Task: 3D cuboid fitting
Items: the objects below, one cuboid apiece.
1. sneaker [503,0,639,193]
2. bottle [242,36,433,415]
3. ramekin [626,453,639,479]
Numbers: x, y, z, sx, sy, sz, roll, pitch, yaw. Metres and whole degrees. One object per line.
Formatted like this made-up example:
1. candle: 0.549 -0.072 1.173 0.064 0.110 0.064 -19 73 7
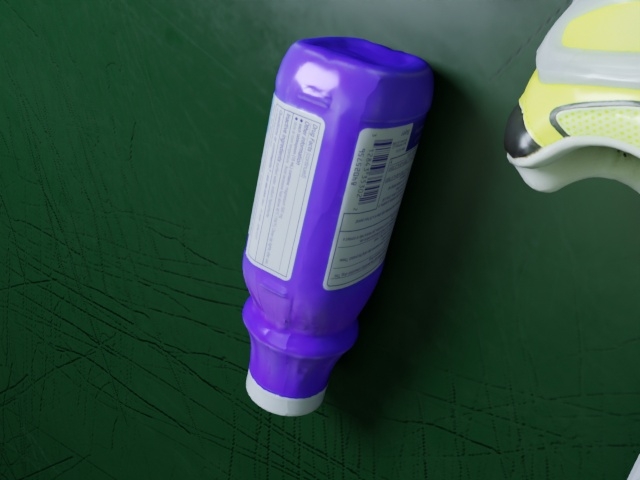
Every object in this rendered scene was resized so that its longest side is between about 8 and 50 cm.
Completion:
1. sneaker: 0.255 0.009 0.289 0.384 0.145 0.147 44 101 27
2. bottle: 0.000 0.000 0.492 0.092 0.118 0.283 25 118 23
3. ramekin: 0.288 0.202 0.351 0.277 0.135 0.277 11 110 31
